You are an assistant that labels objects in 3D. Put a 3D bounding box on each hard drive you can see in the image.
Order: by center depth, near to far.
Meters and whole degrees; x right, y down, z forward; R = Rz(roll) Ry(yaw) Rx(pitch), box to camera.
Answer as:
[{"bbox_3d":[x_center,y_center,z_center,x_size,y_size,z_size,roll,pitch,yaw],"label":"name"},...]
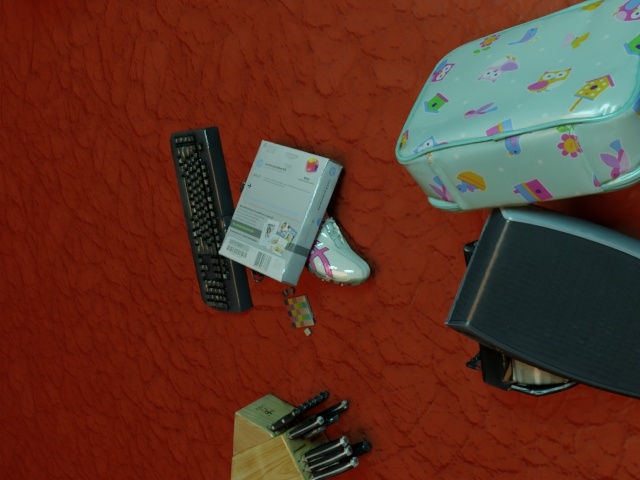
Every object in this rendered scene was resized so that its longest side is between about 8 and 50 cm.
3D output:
[{"bbox_3d":[0.281,0.069,0.859,0.254,0.054,0.172,21,98,-1],"label":"hard drive"}]

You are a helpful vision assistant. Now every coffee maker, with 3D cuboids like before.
[{"bbox_3d":[0.230,0.081,0.971,0.171,0.120,0.178,-3,100,40],"label":"coffee maker"}]

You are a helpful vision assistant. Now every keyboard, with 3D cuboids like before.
[{"bbox_3d":[-0.166,-0.031,1.345,0.201,0.033,0.317,-1,104,41],"label":"keyboard"}]

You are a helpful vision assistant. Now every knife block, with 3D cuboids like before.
[{"bbox_3d":[-0.032,0.371,1.322,0.242,0.088,0.276,23,118,35],"label":"knife block"}]

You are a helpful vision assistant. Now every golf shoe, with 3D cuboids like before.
[{"bbox_3d":[0.000,0.000,1.184,0.186,0.067,0.086,33,122,30],"label":"golf shoe"}]

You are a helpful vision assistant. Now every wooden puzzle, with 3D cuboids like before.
[{"bbox_3d":[-0.034,0.114,1.294,0.049,0.006,0.083,-15,94,43],"label":"wooden puzzle"}]

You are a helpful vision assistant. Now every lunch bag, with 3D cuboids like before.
[{"bbox_3d":[0.233,-0.145,0.836,0.279,0.224,0.108,-8,132,41],"label":"lunch bag"}]

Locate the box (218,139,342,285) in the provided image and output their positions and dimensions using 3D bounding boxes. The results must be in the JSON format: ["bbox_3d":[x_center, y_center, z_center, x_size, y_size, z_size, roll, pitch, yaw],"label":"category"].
[{"bbox_3d":[-0.062,-0.043,1.181,0.145,0.038,0.186,20,91,41],"label":"box"}]
